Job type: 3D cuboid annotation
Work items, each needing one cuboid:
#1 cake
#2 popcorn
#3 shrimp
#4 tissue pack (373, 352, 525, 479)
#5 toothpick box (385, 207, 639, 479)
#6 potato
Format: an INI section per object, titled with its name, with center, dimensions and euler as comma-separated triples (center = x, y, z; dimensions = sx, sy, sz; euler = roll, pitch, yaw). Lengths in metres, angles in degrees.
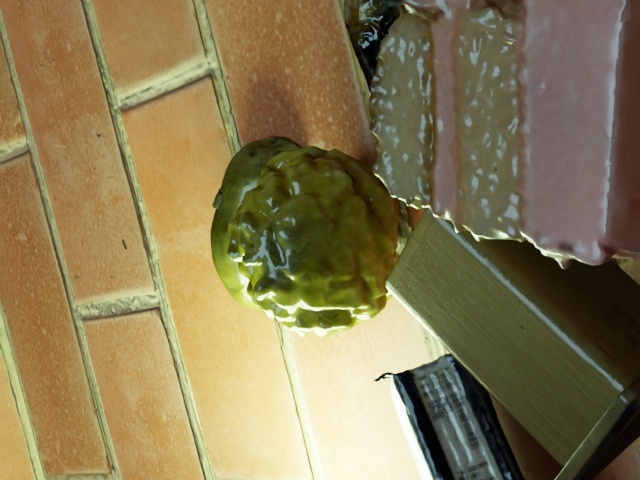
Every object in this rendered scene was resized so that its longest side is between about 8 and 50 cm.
[cake]
center = 0.255, -0.142, 1.358
dimensions = 0.307, 0.314, 0.293
euler = 23, 118, 49
[popcorn]
center = -0.005, 0.002, 1.846
dimensions = 0.225, 0.249, 0.249
euler = -143, 42, -79
[shrimp]
center = 0.125, -0.250, 1.694
dimensions = 0.233, 0.071, 0.365
euler = -28, 74, 48
[tissue pack]
center = 0.190, 0.308, 1.674
dimensions = 0.259, 0.122, 0.361
euler = 52, -166, -80
[toothpick box]
center = 0.238, 0.085, 1.520
dimensions = 0.308, 0.190, 0.187
euler = 45, 137, 20
[potato]
center = -0.103, -0.017, 2.038
dimensions = 0.160, 0.111, 0.271
euler = 32, 127, 40
